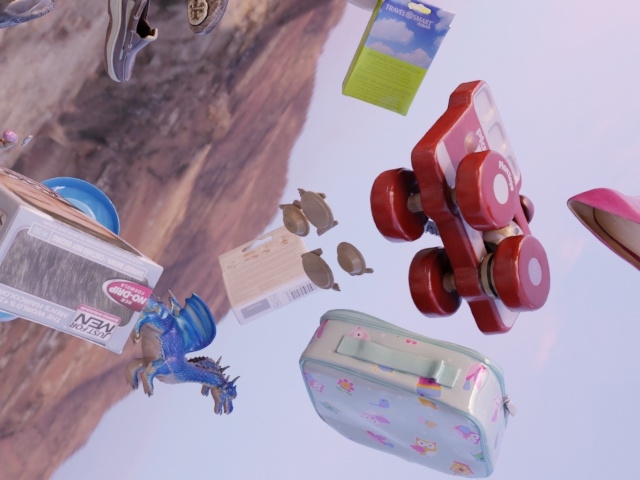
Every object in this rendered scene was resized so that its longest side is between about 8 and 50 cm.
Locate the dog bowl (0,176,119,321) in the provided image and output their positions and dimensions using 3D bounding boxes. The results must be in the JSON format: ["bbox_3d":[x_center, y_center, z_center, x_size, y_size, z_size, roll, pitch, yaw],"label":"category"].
[{"bbox_3d":[-0.470,0.020,1.531,0.297,0.166,0.074,-39,175,-32],"label":"dog bowl"}]

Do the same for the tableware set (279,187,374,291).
[{"bbox_3d":[0.000,0.000,1.346,0.020,0.169,0.141,-35,-167,-32],"label":"tableware set"}]

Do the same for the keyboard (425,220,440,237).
[{"bbox_3d":[0.248,-0.020,1.982,0.108,0.180,0.023,146,-38,-85],"label":"keyboard"}]

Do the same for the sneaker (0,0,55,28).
[{"bbox_3d":[-0.462,-0.417,1.420,0.109,0.130,0.286,-13,-142,8],"label":"sneaker"}]

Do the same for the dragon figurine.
[{"bbox_3d":[-0.202,0.118,1.279,0.144,0.289,0.085,-24,-163,-35],"label":"dragon figurine"}]

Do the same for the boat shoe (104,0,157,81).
[{"bbox_3d":[-0.388,-0.425,1.936,0.257,0.095,0.095,106,2,-49],"label":"boat shoe"}]

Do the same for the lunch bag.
[{"bbox_3d":[0.117,0.201,1.244,0.108,0.279,0.224,-60,151,-32],"label":"lunch bag"}]

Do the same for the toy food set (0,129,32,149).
[{"bbox_3d":[-0.588,-0.179,1.689,0.122,0.019,0.078,-14,174,-36],"label":"toy food set"}]

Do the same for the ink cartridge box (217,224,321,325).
[{"bbox_3d":[-0.104,0.062,1.865,0.181,0.056,0.225,-25,-153,-2],"label":"ink cartridge box"}]

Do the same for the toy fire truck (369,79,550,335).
[{"bbox_3d":[0.221,-0.040,1.276,0.169,0.302,0.254,-9,-153,39],"label":"toy fire truck"}]

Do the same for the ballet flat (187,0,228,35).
[{"bbox_3d":[-0.177,-0.451,1.498,0.084,0.058,0.250,7,-98,35],"label":"ballet flat"}]

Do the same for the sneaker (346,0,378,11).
[{"bbox_3d":[0.003,-0.411,1.415,0.091,0.258,0.094,-42,158,-37],"label":"sneaker"}]

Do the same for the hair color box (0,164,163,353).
[{"bbox_3d":[-0.363,-0.009,1.114,0.374,0.185,0.114,28,-90,50],"label":"hair color box"}]

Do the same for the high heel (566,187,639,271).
[{"bbox_3d":[0.387,0.022,1.078,0.244,0.117,0.082,65,-37,39],"label":"high heel"}]

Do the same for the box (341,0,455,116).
[{"bbox_3d":[0.112,-0.278,1.369,0.042,0.109,0.178,-90,-159,-53],"label":"box"}]
